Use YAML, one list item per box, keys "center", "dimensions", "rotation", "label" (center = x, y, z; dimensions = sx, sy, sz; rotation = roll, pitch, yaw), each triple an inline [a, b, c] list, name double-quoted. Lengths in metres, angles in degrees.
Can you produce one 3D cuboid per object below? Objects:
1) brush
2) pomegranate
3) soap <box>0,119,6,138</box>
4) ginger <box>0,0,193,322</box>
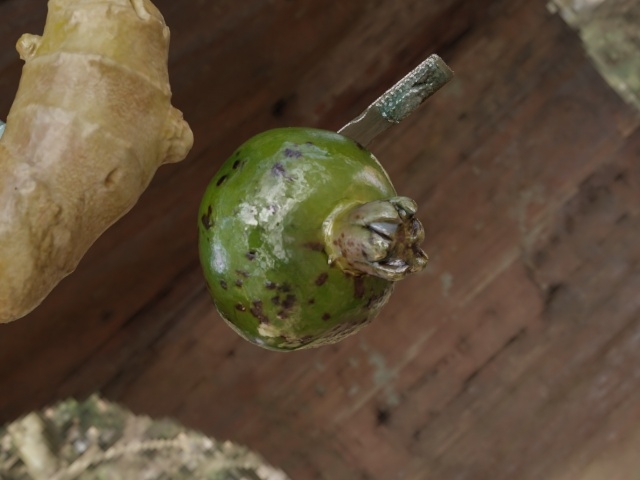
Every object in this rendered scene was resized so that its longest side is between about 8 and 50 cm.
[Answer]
- center: [0.050, -0.111, 1.468]
  dimensions: [0.190, 0.034, 0.027]
  rotation: [-38, 21, 18]
  label: "brush"
- center: [0.000, 0.000, 1.306]
  dimensions: [0.202, 0.202, 0.248]
  rotation: [-44, 27, -25]
  label: "pomegranate"
- center: [-0.318, -0.069, 1.548]
  dimensions: [0.066, 0.119, 0.198]
  rotation: [-44, 19, -7]
  label: "soap"
- center: [-0.241, -0.074, 1.407]
  dimensions: [0.354, 0.190, 0.126]
  rotation: [-60, 10, -7]
  label: "ginger"
